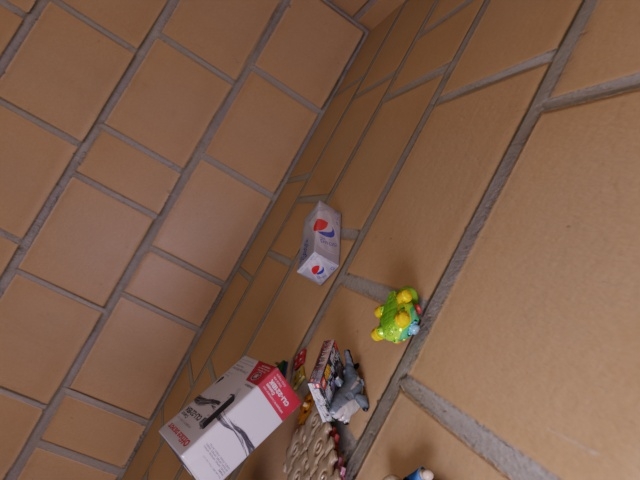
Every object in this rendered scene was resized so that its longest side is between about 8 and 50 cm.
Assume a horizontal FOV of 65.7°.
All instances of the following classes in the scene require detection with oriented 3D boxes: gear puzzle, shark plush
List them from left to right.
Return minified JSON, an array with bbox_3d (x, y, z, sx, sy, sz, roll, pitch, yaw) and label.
[{"bbox_3d":[-0.013,0.417,0.980,0.175,0.044,0.339,-58,14,12],"label":"gear puzzle"},{"bbox_3d":[0.054,0.275,0.961,0.073,0.067,0.161,-43,24,45],"label":"shark plush"}]

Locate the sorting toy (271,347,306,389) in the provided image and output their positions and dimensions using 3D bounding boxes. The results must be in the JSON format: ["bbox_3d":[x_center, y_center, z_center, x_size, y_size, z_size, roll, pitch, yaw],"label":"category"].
[{"bbox_3d":[-0.127,0.390,1.336,0.274,0.046,0.132,-47,21,36],"label":"sorting toy"}]

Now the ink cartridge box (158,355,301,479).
[{"bbox_3d":[-0.211,0.409,1.143,0.273,0.114,0.197,-40,17,-27],"label":"ink cartridge box"}]

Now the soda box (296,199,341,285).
[{"bbox_3d":[0.000,0.000,1.541,0.098,0.091,0.286,-49,20,31],"label":"soda box"}]

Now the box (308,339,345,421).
[{"bbox_3d":[0.017,0.275,0.981,0.027,0.094,0.137,-12,21,19],"label":"box"}]

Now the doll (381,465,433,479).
[{"bbox_3d":[0.123,0.366,0.647,0.129,0.046,0.189,-60,17,-5],"label":"doll"}]

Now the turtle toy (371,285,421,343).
[{"bbox_3d":[0.150,0.136,0.919,0.095,0.066,0.130,-43,23,45],"label":"turtle toy"}]
